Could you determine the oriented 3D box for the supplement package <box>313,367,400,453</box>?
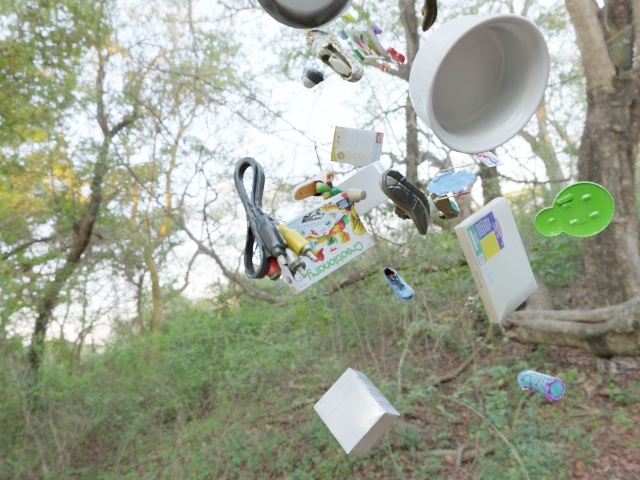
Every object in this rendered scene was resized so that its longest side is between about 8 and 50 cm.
[{"bbox_3d":[0.128,0.602,1.575,0.194,0.203,0.149,-49,-38,3],"label":"supplement package"}]

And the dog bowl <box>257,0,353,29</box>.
[{"bbox_3d":[-0.056,-0.828,1.374,0.348,0.349,0.102,-14,19,-6],"label":"dog bowl"}]

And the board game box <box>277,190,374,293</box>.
[{"bbox_3d":[0.000,0.000,1.322,0.305,0.193,0.053,-31,2,-31],"label":"board game box"}]

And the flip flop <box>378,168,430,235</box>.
[{"bbox_3d":[0.253,-0.114,1.362,0.080,0.112,0.277,-10,-36,44],"label":"flip flop"}]

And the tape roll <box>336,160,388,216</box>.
[{"bbox_3d":[0.200,-0.219,1.975,0.246,0.169,0.246,-32,0,0],"label":"tape roll"}]

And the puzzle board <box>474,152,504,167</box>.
[{"bbox_3d":[0.542,-0.288,1.486,0.096,0.128,0.011,-16,-36,-37],"label":"puzzle board"}]

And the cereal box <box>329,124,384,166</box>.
[{"bbox_3d":[0.174,-0.446,2.129,0.240,0.173,0.047,10,15,2],"label":"cereal box"}]

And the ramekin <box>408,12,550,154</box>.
[{"bbox_3d":[0.326,-0.338,0.955,0.277,0.277,0.135,-13,34,-9],"label":"ramekin"}]

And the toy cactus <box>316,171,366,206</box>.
[{"bbox_3d":[0.093,-0.173,1.604,0.180,0.112,0.219,8,-13,47],"label":"toy cactus"}]

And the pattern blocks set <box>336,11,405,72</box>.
[{"bbox_3d":[0.180,-0.765,1.738,0.026,0.285,0.325,-49,20,0],"label":"pattern blocks set"}]

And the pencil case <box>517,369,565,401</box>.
[{"bbox_3d":[0.669,0.439,1.358,0.070,0.064,0.152,-51,-1,-11],"label":"pencil case"}]

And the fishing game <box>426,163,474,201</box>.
[{"bbox_3d":[0.512,-0.222,1.754,0.189,0.041,0.264,-13,29,23],"label":"fishing game"}]

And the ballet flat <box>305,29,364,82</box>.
[{"bbox_3d":[0.037,-0.588,1.415,0.077,0.241,0.091,-39,-14,-51],"label":"ballet flat"}]

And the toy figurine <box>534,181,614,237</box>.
[{"bbox_3d":[0.613,-0.073,1.117,0.173,0.130,0.159,-25,0,18],"label":"toy figurine"}]

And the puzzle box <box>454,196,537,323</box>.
[{"bbox_3d":[0.678,0.071,1.703,0.272,0.409,0.052,-30,13,-28],"label":"puzzle box"}]

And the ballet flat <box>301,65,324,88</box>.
[{"bbox_3d":[-0.032,-0.555,1.535,0.074,0.074,0.203,-14,26,-4],"label":"ballet flat"}]

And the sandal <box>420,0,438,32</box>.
[{"bbox_3d":[0.422,-0.916,1.758,0.072,0.049,0.180,-30,-36,-12],"label":"sandal"}]

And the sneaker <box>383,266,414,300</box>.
[{"bbox_3d":[0.284,0.161,1.674,0.063,0.162,0.073,-42,-39,0],"label":"sneaker"}]

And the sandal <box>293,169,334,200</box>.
[{"bbox_3d":[-0.012,-0.241,2.091,0.076,0.102,0.265,28,45,36],"label":"sandal"}]

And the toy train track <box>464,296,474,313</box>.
[{"bbox_3d":[0.507,0.220,1.504,0.048,0.014,0.083,-37,-45,-16],"label":"toy train track"}]

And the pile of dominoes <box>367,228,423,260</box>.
[{"bbox_3d":[0.322,0.024,1.996,0.195,0.040,0.251,25,3,-34],"label":"pile of dominoes"}]

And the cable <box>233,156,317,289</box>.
[{"bbox_3d":[-0.119,-0.033,0.914,0.139,0.287,0.072,-38,-29,18],"label":"cable"}]

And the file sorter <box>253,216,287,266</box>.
[{"bbox_3d":[-0.163,0.009,1.542,0.104,0.118,0.170,17,29,-4],"label":"file sorter"}]

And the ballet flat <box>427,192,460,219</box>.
[{"bbox_3d":[0.534,-0.156,2.006,0.124,0.116,0.342,-29,-20,19],"label":"ballet flat"}]
